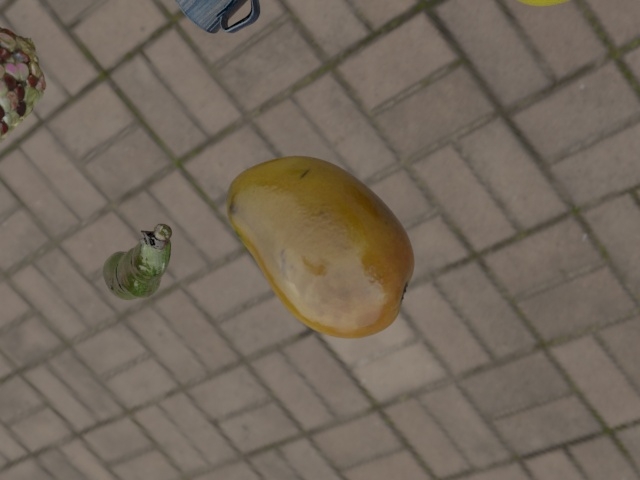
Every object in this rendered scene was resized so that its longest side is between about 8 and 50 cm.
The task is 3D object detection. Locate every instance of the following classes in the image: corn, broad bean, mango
[{"bbox_3d":[-0.345,-0.082,1.031,0.092,0.280,0.092,28,149,18],"label":"corn"},{"bbox_3d":[-0.194,0.032,1.262,0.297,0.043,0.060,-22,86,68],"label":"broad bean"},{"bbox_3d":[0.000,0.000,1.738,0.317,0.211,0.173,45,166,16],"label":"mango"}]

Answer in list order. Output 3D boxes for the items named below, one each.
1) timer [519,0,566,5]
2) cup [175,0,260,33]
[{"bbox_3d":[0.304,-0.468,1.823,0.285,0.285,0.285,15,129,19],"label":"timer"},{"bbox_3d":[-0.170,-0.454,2.184,0.138,0.113,0.150,-39,100,26],"label":"cup"}]
